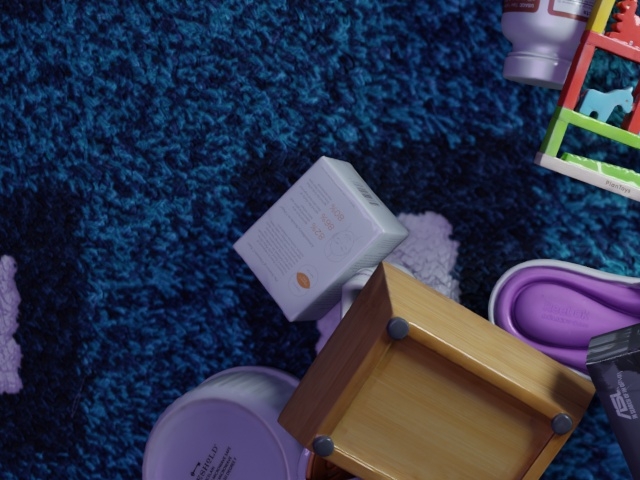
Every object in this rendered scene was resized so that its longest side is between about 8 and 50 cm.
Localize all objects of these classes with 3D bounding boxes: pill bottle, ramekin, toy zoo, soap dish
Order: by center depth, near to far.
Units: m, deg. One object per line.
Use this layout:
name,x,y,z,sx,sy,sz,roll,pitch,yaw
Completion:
soap dish,0.131,0.192,1.409,0.290,0.118,0.229,30,106,-9
toy zoo,0.379,-0.191,1.413,0.192,0.030,0.293,18,97,-8
pill bottle,0.276,-0.288,1.466,0.121,0.121,0.216,13,94,24
ramekin,-0.104,0.298,1.616,0.272,0.127,0.273,-1,88,24

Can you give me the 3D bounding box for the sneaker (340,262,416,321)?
sneaker,0.071,0.180,1.527,0.114,0.152,0.305,-12,85,22

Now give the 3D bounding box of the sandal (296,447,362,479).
sandal,0.035,0.344,1.540,0.076,0.102,0.265,15,119,39

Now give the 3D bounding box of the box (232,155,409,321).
box,0.000,0.000,1.598,0.170,0.091,0.130,-44,72,17

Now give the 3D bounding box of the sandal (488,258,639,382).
sandal,0.381,0.113,1.413,0.416,0.102,0.169,5,90,25

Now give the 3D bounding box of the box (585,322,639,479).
box,0.448,0.212,1.334,0.242,0.076,0.308,-19,104,22
